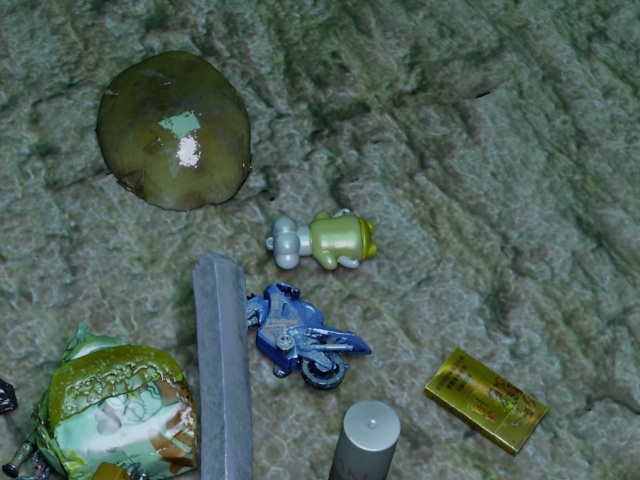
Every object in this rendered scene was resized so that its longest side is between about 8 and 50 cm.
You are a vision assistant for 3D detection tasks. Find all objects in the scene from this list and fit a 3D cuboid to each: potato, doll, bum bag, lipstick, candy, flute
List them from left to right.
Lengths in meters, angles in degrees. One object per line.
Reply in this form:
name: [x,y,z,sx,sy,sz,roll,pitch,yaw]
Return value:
bum bag: [-0.464,0.223,1.775,0.124,0.034,0.058,-27,77,-22]
candy: [-0.392,0.345,1.696,0.043,0.045,0.175,9,52,24]
flute: [-0.348,0.219,1.796,0.027,0.027,0.233,27,58,11]
potato: [-0.226,-0.191,2.039,0.239,0.116,0.299,-12,57,-9]
doll: [0.000,0.000,1.963,0.162,0.062,0.106,-2,52,-8]
lipstick: [0.048,0.284,1.661,0.070,0.254,0.070,3,56,-5]

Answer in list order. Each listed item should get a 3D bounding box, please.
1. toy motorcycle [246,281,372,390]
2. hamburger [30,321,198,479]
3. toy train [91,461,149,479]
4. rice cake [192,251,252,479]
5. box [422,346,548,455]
toy motorcycle: [-0.036,0.126,1.869,0.205,0.076,0.114,35,56,19]
hamburger: [-0.271,0.208,1.750,0.214,0.125,0.235,-3,70,-20]
toy train: [-0.263,0.445,1.532,0.249,0.178,0.429,11,51,21]
rice cake: [-0.130,0.187,1.790,0.056,0.072,0.365,-19,63,29]
box: [0.229,0.223,1.863,0.156,0.022,0.089,35,60,16]
